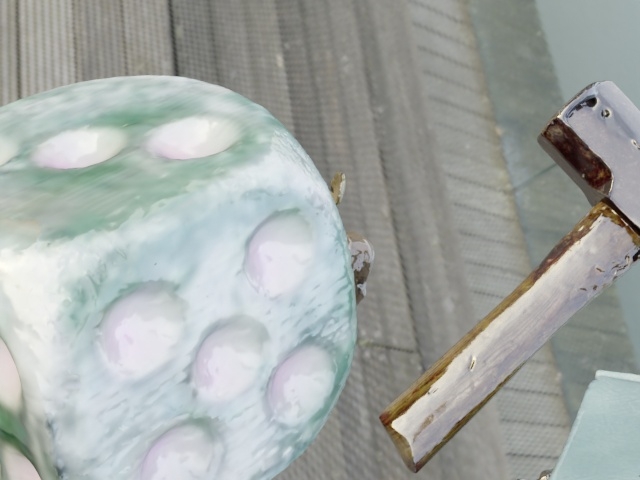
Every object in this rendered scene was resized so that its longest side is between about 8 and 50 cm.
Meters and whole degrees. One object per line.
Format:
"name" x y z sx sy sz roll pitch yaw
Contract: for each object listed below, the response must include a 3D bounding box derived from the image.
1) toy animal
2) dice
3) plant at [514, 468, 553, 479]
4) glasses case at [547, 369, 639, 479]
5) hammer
"toy animal" 0.000 0.000 1.399 0.094 0.214 0.186 8 94 -38
"dice" -0.192 0.057 1.012 0.348 0.328 0.330 -31 128 -31
"plant" 0.250 0.337 1.096 0.199 0.276 0.188 -10 54 -41
"glasses case" 0.132 0.182 0.351 0.105 0.056 0.266 -40 117 -60
"hammer" 0.214 0.060 1.064 0.242 0.409 0.095 46 0 8
